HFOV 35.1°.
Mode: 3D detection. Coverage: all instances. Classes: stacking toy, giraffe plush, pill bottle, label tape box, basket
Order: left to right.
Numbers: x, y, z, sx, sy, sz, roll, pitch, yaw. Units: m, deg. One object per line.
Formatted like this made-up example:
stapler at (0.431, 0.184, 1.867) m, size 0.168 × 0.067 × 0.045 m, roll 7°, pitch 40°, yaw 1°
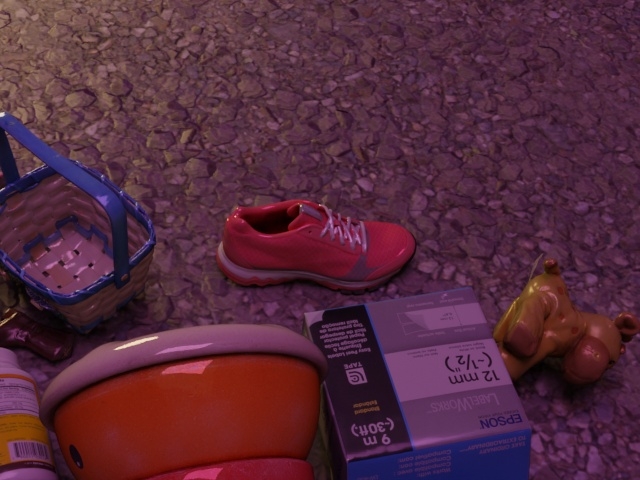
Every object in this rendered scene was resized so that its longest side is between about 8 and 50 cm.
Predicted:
pill bottle at (-0.411, 0.246, 1.297) m, size 0.117 × 0.117 × 0.215 m, roll -13°, pitch 52°, yaw -17°
basket at (-0.354, -0.020, 1.417) m, size 0.254 × 0.289 × 0.201 m, roll 36°, pitch 54°, yaw 25°
stacking toy at (-0.123, 0.360, 1.151) m, size 0.350 × 0.351 × 0.480 m, roll -7°, pitch 66°, yaw -12°
label tape box at (0.132, 0.239, 1.320) m, size 0.249 × 0.115 × 0.348 m, roll -7°, pitch 49°, yaw -13°
giraffe plush at (0.350, 0.142, 1.451) m, size 0.170 × 0.181 × 0.210 m, roll 30°, pitch 69°, yaw 4°

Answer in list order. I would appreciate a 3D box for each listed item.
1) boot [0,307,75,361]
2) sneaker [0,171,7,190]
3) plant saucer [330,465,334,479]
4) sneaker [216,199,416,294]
boot at (-0.417, 0.153, 1.433) m, size 0.114 × 0.037 × 0.106 m, roll 24°, pitch 53°, yaw 8°
sneaker at (-0.531, -0.052, 1.592) m, size 0.158 × 0.061 × 0.065 m, roll -39°, pitch 90°, yaw -32°
plant saucer at (0.131, 0.317, 1.352) m, size 0.241 × 0.037 × 0.241 m, roll 4°, pitch 49°, yaw -4°
sneaker at (0.000, 0.000, 1.543) m, size 0.313 × 0.136 × 0.116 m, roll -2°, pitch 51°, yaw -8°
